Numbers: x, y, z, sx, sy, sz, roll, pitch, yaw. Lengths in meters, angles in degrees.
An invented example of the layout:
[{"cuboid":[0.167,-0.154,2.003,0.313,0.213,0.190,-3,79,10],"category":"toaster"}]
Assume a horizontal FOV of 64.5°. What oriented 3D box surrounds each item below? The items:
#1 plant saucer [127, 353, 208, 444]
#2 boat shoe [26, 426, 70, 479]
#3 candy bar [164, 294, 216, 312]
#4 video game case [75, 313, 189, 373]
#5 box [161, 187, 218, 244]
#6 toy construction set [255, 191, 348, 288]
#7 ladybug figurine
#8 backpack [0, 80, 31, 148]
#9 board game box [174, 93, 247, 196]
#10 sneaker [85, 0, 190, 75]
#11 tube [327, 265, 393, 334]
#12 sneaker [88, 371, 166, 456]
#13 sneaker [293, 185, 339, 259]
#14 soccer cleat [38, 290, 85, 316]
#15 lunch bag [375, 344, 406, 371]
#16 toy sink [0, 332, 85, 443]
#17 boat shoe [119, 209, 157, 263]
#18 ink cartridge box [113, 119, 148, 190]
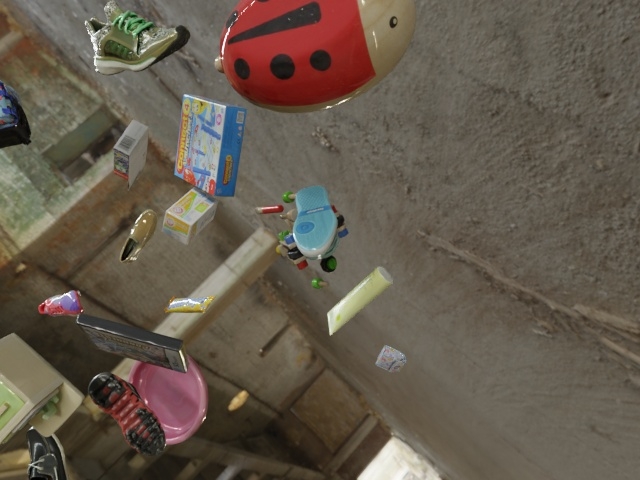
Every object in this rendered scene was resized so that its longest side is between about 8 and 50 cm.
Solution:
[{"cuboid":[-0.529,0.540,1.792,0.332,0.332,0.084,41,-169,17],"category":"plant saucer"},{"cuboid":[-0.725,0.596,1.333,0.233,0.084,0.079,62,-170,17],"category":"boat shoe"},{"cuboid":[-0.258,0.127,1.003,0.161,0.040,0.018,-8,134,45],"category":"candy bar"},{"cuboid":[-0.505,0.289,1.398,0.274,0.035,0.248,15,151,-2],"category":"video game case"},{"cuboid":[-0.488,-0.094,1.909,0.114,0.203,0.103,27,127,2],"category":"box"},{"cuboid":[-0.092,-0.029,1.688,0.309,0.258,0.237,41,155,-32],"category":"toy construction set"},{"cuboid":[-0.031,-0.429,1.051,0.162,0.448,0.306,-15,-89,-71],"category":"ladybug figurine"},{"cuboid":[-0.718,-0.281,1.074,0.117,0.158,0.174,111,138,-67],"category":"backpack"},{"cuboid":[-0.400,-0.344,1.814,0.086,0.309,0.301,-4,-159,-43],"category":"board game box"},{"cuboid":[-0.554,-0.596,1.466,0.409,0.158,0.182,4,133,34],"category":"sneaker"},{"cuboid":[0.102,0.170,1.442,0.062,0.240,0.070,51,-155,13],"category":"tube"},{"cuboid":[-0.531,0.481,1.422,0.276,0.097,0.135,50,163,-2],"category":"sneaker"},{"cuboid":[0.000,0.000,1.467,0.319,0.126,0.208,-89,-11,-55],"category":"sneaker"},{"cuboid":[-0.792,0.202,1.553,0.248,0.095,0.083,-9,96,52],"category":"soccer cleat"},{"cuboid":[0.233,0.394,1.668,0.083,0.053,0.071,25,134,3],"category":"lunch bag"},{"cuboid":[-0.698,0.360,1.159,0.234,0.153,0.131,45,-169,-5],"category":"toy sink"},{"cuboid":[-0.580,-0.010,1.615,0.068,0.190,0.072,26,-177,-2],"category":"boat shoe"},{"cuboid":[-0.308,-0.135,0.823,0.029,0.063,0.115,27,150,-9],"category":"ink cartridge box"}]
